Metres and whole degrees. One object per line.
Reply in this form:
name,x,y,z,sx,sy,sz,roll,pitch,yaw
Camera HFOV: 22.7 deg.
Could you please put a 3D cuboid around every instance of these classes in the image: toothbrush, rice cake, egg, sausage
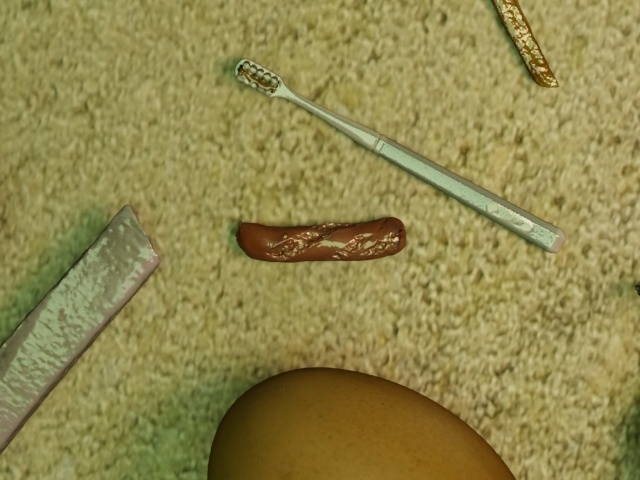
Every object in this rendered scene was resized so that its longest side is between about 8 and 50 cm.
toothbrush,0.074,-0.077,1.452,0.342,0.030,0.025,28,101,-6
rice cake,-0.271,0.119,1.462,0.072,0.056,0.365,39,96,0
egg,0.044,0.250,1.388,0.250,0.250,0.322,-44,88,5
sausage,0.000,0.000,1.461,0.158,0.042,0.036,-1,136,1

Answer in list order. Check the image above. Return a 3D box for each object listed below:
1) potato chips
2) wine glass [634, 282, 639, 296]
potato chips,0.159,-0.225,1.433,0.026,0.037,0.204,-27,103,13
wine glass,0.352,0.152,1.441,0.126,0.126,0.241,-5,98,0
